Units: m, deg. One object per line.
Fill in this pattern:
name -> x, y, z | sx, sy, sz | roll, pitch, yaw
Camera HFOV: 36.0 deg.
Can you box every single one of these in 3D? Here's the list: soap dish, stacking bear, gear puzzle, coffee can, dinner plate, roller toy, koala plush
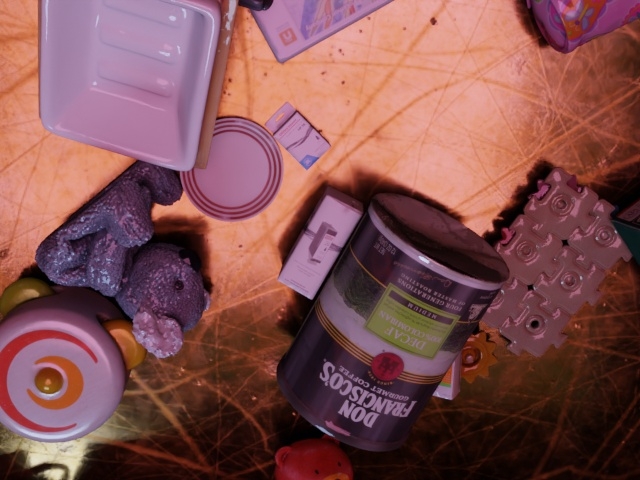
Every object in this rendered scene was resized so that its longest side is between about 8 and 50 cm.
soap dish -> -0.222, -0.233, 1.193 | 0.228, 0.118, 0.291 | 17, 139, -2
stacking bear -> 0.003, 0.427, 1.413 | 0.175, 0.164, 0.289 | -9, 93, -26
gear puzzle -> 0.293, 0.069, 1.402 | 0.175, 0.044, 0.339 | 33, 103, -12
coffee can -> 0.090, 0.105, 1.290 | 0.201, 0.201, 0.275 | 25, 111, -9
dinner plate -> -0.121, -0.096, 1.339 | 0.141, 0.017, 0.141 | -2, 101, -10
roller toy -> -0.352, 0.168, 1.331 | 0.209, 0.146, 0.191 | 19, 102, -8
koala plush -> -0.236, 0.038, 1.296 | 0.203, 0.196, 0.221 | -35, 104, 17

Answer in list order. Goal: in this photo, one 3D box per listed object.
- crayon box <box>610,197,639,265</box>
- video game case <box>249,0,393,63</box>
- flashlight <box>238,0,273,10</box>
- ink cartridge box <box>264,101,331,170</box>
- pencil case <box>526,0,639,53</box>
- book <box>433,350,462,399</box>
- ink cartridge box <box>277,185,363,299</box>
crayon box -> 0.635, -0.005, 1.346 | 0.363, 0.106, 0.313 | -37, 104, -3
video game case -> 0.017, -0.437, 1.260 | 0.329, 0.036, 0.300 | -29, 104, 4
flashlight -> -0.193, -0.378, 1.212 | 0.304, 0.103, 0.103 | 23, 142, 5
ink cartridge box -> -0.031, -0.142, 1.334 | 0.083, 0.028, 0.048 | 44, 97, -11
pencil case -> 0.408, -0.352, 1.266 | 0.284, 0.124, 0.124 | -28, 104, 3
book -> 0.151, 0.144, 1.396 | 0.096, 0.035, 0.144 | 9, 106, 25
ink cartridge box -> 0.000, 0.000, 1.334 | 0.056, 0.099, 0.135 | 30, 100, -4
